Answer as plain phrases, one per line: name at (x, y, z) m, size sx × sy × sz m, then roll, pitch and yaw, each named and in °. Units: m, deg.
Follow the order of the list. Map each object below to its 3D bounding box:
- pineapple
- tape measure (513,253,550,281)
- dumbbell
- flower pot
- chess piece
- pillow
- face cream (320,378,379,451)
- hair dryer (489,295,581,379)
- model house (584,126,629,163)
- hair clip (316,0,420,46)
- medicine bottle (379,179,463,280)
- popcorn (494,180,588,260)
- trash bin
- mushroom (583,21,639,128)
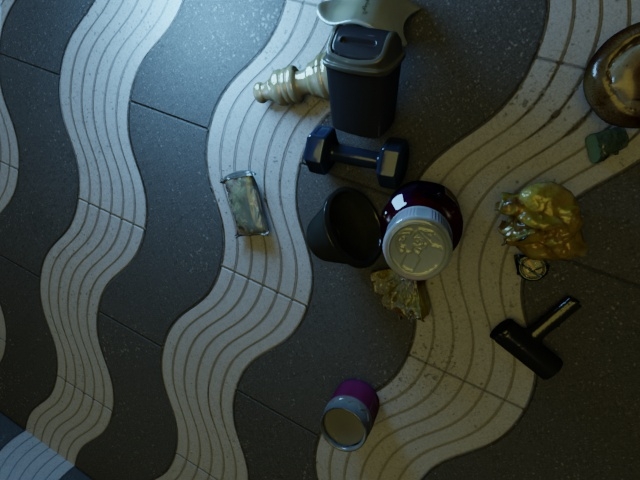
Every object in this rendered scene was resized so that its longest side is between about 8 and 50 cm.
pineapple at (0.271, 0.156, 1.335) m, size 0.236 × 0.114 × 0.186 m, roll 41°, pitch 112°, yaw 13°
tape measure at (0.623, 0.073, 1.208) m, size 0.091 × 0.054 × 0.094 m, roll -27°, pitch 83°, yaw 25°
dumbbell at (0.113, -0.266, 1.294) m, size 0.325 × 0.160 × 0.144 m, roll 14°, pitch 75°, yaw 17°
flower pot at (0.062, -0.024, 1.327) m, size 0.166 × 0.269 × 0.268 m, roll -22°, pitch 92°, yaw 43°
chess piece at (-0.087, -0.510, 1.350) m, size 0.307 × 0.124 × 0.138 m, roll -5°, pitch 131°, yaw 26°
pillow at (-0.278, -0.134, 1.523) m, size 0.169 × 0.059 × 0.254 m, roll -9°, pitch 99°, yaw 23°
face cream at (0.106, 0.614, 1.442) m, size 0.175 × 0.195 × 0.175 m, roll 4°, pitch 102°, yaw 19°
hair dryer at (0.673, 0.268, 1.216) m, size 0.197 × 0.089 × 0.251 m, roll 41°, pitch 106°, yaw 10°
model house at (0.769, -0.256, 1.089) m, size 0.083 × 0.066 × 0.078 m, roll -14°, pitch 84°, yaw 6°
hair clip at (0.131, -0.664, 1.207) m, size 0.282 × 0.113 × 0.172 m, roll 10°, pitch 66°, yaw 29°
medicine bottle at (0.272, -0.035, 1.147) m, size 0.243 × 0.395 × 0.242 m, roll 6°, pitch 107°, yaw 19°
popcorn at (0.608, -0.058, 1.113) m, size 0.254 × 0.191 × 0.190 m, roll 25°, pitch 148°, yaw 2°
trash bin at (0.125, -0.460, 1.179) m, size 0.210 × 0.182 × 0.290 m, roll 20°, pitch 142°, yaw 22°
mushroom at (0.784, -0.403, 0.995) m, size 0.253 × 0.153 × 0.253 m, roll 4°, pitch 103°, yaw 19°
